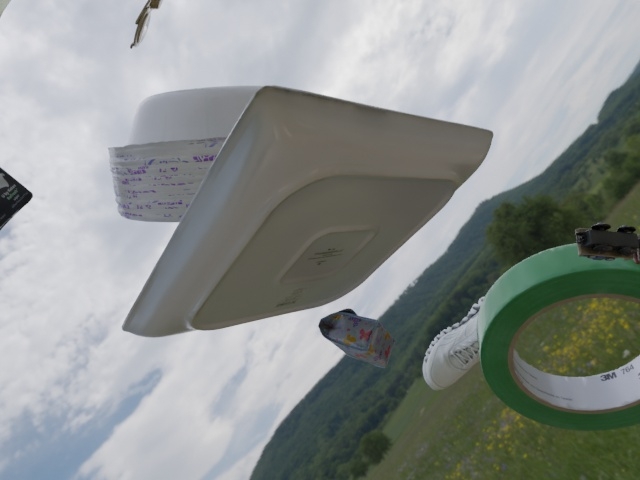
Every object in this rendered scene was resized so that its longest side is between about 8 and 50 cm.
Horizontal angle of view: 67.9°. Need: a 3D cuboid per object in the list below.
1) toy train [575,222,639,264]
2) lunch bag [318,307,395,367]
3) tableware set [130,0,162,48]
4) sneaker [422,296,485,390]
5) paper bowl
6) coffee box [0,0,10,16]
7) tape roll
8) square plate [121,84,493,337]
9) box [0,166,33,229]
[{"bbox_3d":[0.286,0.008,0.402,0.036,0.158,0.027,112,164,-71],"label":"toy train"},{"bbox_3d":[0.045,0.123,0.615,0.071,0.083,0.053,48,-122,-47],"label":"lunch bag"},{"bbox_3d":[-0.255,-0.382,0.720,0.169,0.020,0.141,-47,27,49],"label":"tableware set"},{"bbox_3d":[0.364,0.246,1.152,0.292,0.110,0.118,-45,2,-7],"label":"sneaker"},{"bbox_3d":[-0.130,-0.120,0.631,0.284,0.284,0.148,-22,-68,-50],"label":"paper bowl"},{"bbox_3d":[-0.203,-0.295,0.101,0.334,0.338,0.338,34,-83,-27],"label":"coffee box"},{"bbox_3d":[0.413,0.158,0.742,0.077,0.320,0.322,-68,2,-57],"label":"tape roll"},{"bbox_3d":[0.000,0.000,0.530,0.347,0.049,0.344,-5,-34,-44],"label":"square plate"},{"bbox_3d":[-0.563,-0.084,0.618,0.270,0.165,0.144,49,-139,-29],"label":"box"}]
